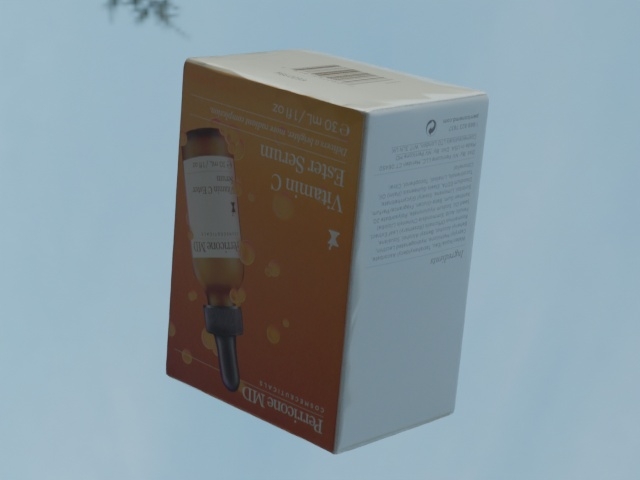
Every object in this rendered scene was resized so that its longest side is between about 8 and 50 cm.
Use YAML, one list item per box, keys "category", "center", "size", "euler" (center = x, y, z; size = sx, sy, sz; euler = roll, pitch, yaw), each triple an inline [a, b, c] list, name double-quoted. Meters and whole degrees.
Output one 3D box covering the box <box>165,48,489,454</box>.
- category: "box"
  center: [0.000, 0.000, 0.810]
  size: [0.130, 0.091, 0.171]
  euler: [19, -69, 41]
